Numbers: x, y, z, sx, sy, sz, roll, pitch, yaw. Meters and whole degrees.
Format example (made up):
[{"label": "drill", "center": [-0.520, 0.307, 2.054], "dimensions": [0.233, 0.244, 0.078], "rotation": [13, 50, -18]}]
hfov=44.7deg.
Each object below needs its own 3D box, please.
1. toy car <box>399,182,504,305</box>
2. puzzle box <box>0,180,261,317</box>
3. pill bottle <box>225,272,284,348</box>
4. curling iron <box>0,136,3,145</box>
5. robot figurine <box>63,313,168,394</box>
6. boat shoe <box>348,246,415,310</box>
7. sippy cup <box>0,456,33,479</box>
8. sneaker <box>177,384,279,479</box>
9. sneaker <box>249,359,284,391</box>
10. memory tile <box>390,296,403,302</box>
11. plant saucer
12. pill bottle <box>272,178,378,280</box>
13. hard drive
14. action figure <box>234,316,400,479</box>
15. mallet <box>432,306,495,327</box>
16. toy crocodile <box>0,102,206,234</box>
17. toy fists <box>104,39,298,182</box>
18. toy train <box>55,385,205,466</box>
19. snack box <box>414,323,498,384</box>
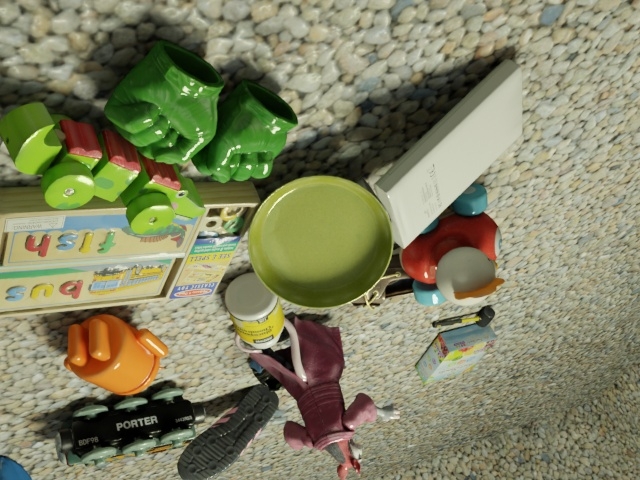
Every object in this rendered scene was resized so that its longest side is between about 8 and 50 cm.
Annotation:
[{"label": "toy car", "center": [0.287, 0.047, 1.504], "dimensions": [0.210, 0.238, 0.219], "rotation": [-19, 122, -11]}, {"label": "puzzle box", "center": [-0.325, 0.015, 1.252], "dimensions": [0.409, 0.052, 0.272], "rotation": [-5, 145, -32]}, {"label": "pill bottle", "center": [-0.127, 0.148, 1.559], "dimensions": [0.103, 0.103, 0.184], "rotation": [-21, 150, -7]}, {"label": "curling iron", "center": [-0.461, -0.058, 1.041], "dimensions": [0.068, 0.035, 0.274], "rotation": [29, 125, -11]}, {"label": "robot figurine", "center": [-0.381, 0.216, 1.451], "dimensions": [0.158, 0.128, 0.219], "rotation": [-49, 151, -7]}, {"label": "boat shoe", "center": [0.121, 0.090, 1.658], "dimensions": [0.325, 0.096, 0.116], "rotation": [-15, 149, -18]}, {"label": "sippy cup", "center": [-0.754, 0.609, 1.727], "dimensions": [0.224, 0.240, 0.305], "rotation": [-34, -170, -6]}, {"label": "sneaker", "center": [-0.232, 0.500, 1.946], "dimensions": [0.319, 0.112, 0.131], "rotation": [-36, 167, -35]}, {"label": "sneaker", "center": [-0.113, 0.337, 1.896], "dimensions": [0.067, 0.078, 0.188], "rotation": [-30, 151, 9]}, {"label": "memory tile", "center": [0.214, 0.095, 1.823], "dimensions": [0.148, 0.012, 0.113], "rotation": [-32, 150, 10]}, {"label": "plant saucer", "center": [0.000, 0.000, 1.300], "dimensions": [0.241, 0.037, 0.240], "rotation": [-1, 113, -1]}, {"label": "pill bottle", "center": [0.006, -0.013, 1.382], "dimensions": [0.222, 0.124, 0.124], "rotation": [-31, 150, 11]}, {"label": "hard drive", "center": [0.225, -0.141, 1.321], "dimensions": [0.307, 0.040, 0.203], "rotation": [-44, 152, -9]}, {"label": "action figure", "center": [0.008, 0.335, 1.687], "dimensions": [0.248, 0.370, 0.275], "rotation": [-28, 149, 4]}, {"label": "mallet", "center": [0.395, 0.215, 2.132], "dimensions": [0.190, 0.039, 0.062], "rotation": [-1, 144, -29]}, {"label": "toy crocodile", "center": [-0.278, -0.096, 1.044], "dimensions": [0.105, 0.115, 0.341], "rotation": [-39, 147, 22]}, {"label": "toy fists", "center": [-0.156, -0.155, 1.055], "dimensions": [0.142, 0.096, 0.279], "rotation": [-44, 146, 23]}, {"label": "toy train", "center": [-0.433, 0.435, 1.766], "dimensions": [0.334, 0.142, 0.190], "rotation": [-7, 155, -28]}, {"label": "snack box", "center": [0.395, 0.331, 2.277], "dimensions": [0.175, 0.070, 0.207], "rotation": [-11, 149, -24]}]
